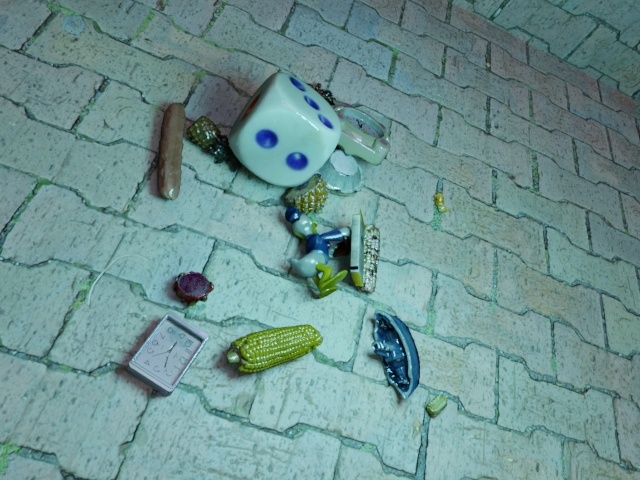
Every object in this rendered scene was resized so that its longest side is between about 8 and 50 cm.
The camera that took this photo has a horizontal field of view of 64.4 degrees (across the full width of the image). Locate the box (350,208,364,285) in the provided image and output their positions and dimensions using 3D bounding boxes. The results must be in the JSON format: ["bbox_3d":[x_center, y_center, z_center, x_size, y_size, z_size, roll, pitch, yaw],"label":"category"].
[{"bbox_3d":[0.131,0.024,1.783,0.033,0.129,0.247,-2,62,12],"label":"box"}]

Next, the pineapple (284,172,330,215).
[{"bbox_3d":[-0.032,-0.151,1.885,0.137,0.161,0.176,58,21,-25],"label":"pineapple"}]

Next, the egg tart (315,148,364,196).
[{"bbox_3d":[0.079,-0.286,2.030,0.234,0.094,0.234,12,54,-18],"label":"egg tart"}]

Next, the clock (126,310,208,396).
[{"bbox_3d":[-0.436,0.320,1.455,0.150,0.063,0.197,34,54,-4],"label":"clock"}]

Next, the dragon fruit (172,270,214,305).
[{"bbox_3d":[-0.395,0.153,1.574,0.126,0.068,0.112,21,38,3],"label":"dragon fruit"}]

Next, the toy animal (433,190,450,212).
[{"bbox_3d":[0.522,-0.160,2.177,0.060,0.081,0.083,7,39,-24],"label":"toy animal"}]

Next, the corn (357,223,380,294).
[{"bbox_3d":[0.173,0.066,1.877,0.092,0.092,0.281,15,62,-17],"label":"corn"}]

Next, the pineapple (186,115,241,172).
[{"bbox_3d":[-0.369,-0.349,1.856,0.237,0.111,0.119,42,79,-7],"label":"pineapple"}]

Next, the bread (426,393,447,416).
[{"bbox_3d":[0.394,0.557,1.720,0.088,0.034,0.049,-29,62,-39],"label":"bread"}]

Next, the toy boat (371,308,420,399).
[{"bbox_3d":[0.241,0.374,1.697,0.142,0.129,0.309,1,62,-37],"label":"toy boat"}]

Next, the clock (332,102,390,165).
[{"bbox_3d":[0.157,-0.452,2.100,0.283,0.114,0.309,28,33,-6],"label":"clock"}]

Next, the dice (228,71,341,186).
[{"bbox_3d":[-0.126,-0.389,1.813,0.304,0.304,0.277,33,34,-23],"label":"dice"}]

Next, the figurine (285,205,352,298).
[{"bbox_3d":[0.000,0.000,1.767,0.283,0.205,0.338,-27,72,-34],"label":"figurine"}]

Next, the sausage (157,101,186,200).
[{"bbox_3d":[-0.521,-0.323,1.779,0.087,0.088,0.433,8,59,-21],"label":"sausage"}]

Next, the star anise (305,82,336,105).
[{"bbox_3d":[-0.014,-0.627,2.211,0.167,0.057,0.168,7,56,-11],"label":"star anise"}]

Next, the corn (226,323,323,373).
[{"bbox_3d":[-0.138,0.325,1.560,0.321,0.119,0.119,-12,67,-34],"label":"corn"}]
